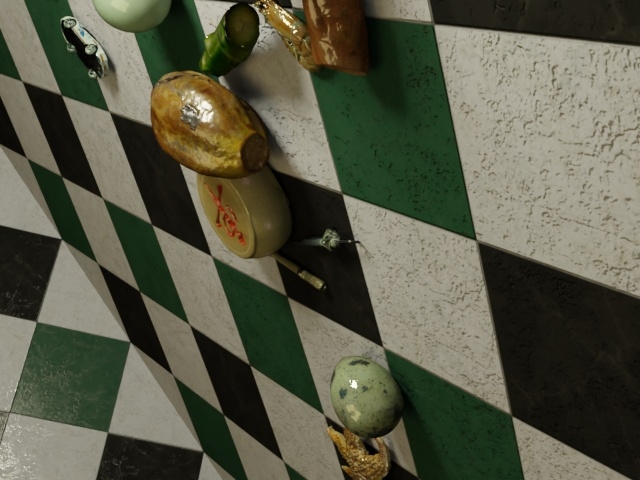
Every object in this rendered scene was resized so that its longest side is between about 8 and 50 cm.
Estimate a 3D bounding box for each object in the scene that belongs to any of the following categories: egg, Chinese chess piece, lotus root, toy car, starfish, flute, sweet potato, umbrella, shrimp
[{"bbox_3d":[0.090,0.317,1.952,0.182,0.141,0.141,56,155,27],"label":"egg"},{"bbox_3d":[-0.165,-0.079,2.036,0.251,0.097,0.251,42,148,34],"label":"Chinese chess piece"},{"bbox_3d":[-0.215,-0.230,1.878,0.291,0.193,0.193,41,149,35],"label":"lotus root"},{"bbox_3d":[-0.597,-0.493,2.425,0.205,0.056,0.095,49,153,28],"label":"toy car"},{"bbox_3d":[0.091,0.512,2.240,0.299,0.060,0.302,61,155,-9],"label":"starfish"},{"bbox_3d":[-0.064,0.054,2.076,0.233,0.027,0.027,32,143,44],"label":"flute"},{"bbox_3d":[0.017,-0.353,1.431,0.097,0.097,0.252,29,142,47],"label":"sweet potato"},{"bbox_3d":[-0.005,0.000,1.898,0.269,0.044,0.044,-1,86,60],"label":"umbrella"},{"bbox_3d":[-0.052,-0.354,1.627,0.180,0.041,0.099,48,166,21],"label":"shrimp"},{"bbox_3d":[-0.380,-0.495,1.926,0.192,0.149,0.149,32,143,46],"label":"egg"}]

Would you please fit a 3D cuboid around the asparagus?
[{"bbox_3d":[-0.173,-0.354,1.759,0.085,0.082,0.343,37,165,-10],"label":"asparagus"}]
